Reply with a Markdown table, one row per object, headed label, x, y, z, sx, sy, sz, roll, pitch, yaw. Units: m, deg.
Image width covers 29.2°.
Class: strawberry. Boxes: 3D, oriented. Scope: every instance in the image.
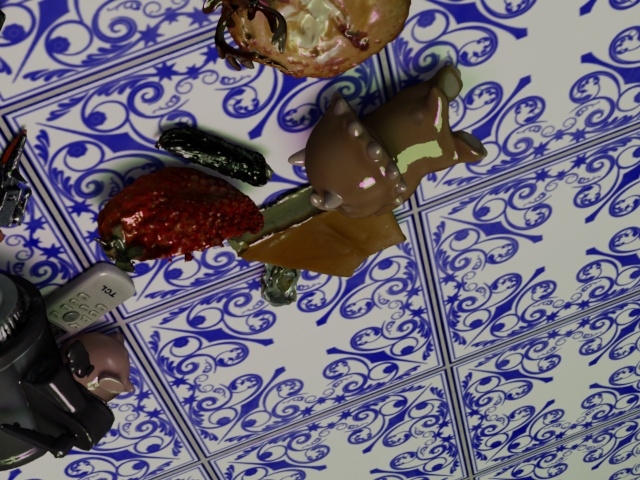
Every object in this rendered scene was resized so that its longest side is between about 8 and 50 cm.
| label | x | y | z | sx | sy | sz | roll | pitch | yaw |
| --- | --- | --- | --- | --- | --- | --- | --- | --- | --- |
| strawberry | -0.201 | -0.045 | 1.692 | 0.236 | 0.175 | 0.107 | -30 | 123 | -50 |

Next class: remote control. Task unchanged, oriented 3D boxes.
| label | x | y | z | sx | sy | sz | roll | pitch | yaw |
| --- | --- | --- | --- | --- | --- | --- | --- | --- | --- |
| remote control | -0.371 | 0.101 | 1.855 | 0.190 | 0.029 | 0.087 | -33 | 142 | 12 |

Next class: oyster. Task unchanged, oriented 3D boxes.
| label | x | y | z | sx | sy | sz | roll | pitch | yaw |
| --- | --- | --- | --- | --- | --- | --- | --- | --- | --- |
| oyster | -0.064 | 0.059 | 1.965 | 0.098 | 0.037 | 0.100 | -10 | 123 | -46 |

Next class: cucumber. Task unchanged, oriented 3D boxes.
| label | x | y | z | sx | sy | sz | roll | pitch | yaw |
| --- | --- | --- | --- | --- | --- | --- | --- | --- | --- |
| cucumber | -0.145 | -0.117 | 1.689 | 0.181 | 0.053 | 0.053 | 17 | 128 | -38 |

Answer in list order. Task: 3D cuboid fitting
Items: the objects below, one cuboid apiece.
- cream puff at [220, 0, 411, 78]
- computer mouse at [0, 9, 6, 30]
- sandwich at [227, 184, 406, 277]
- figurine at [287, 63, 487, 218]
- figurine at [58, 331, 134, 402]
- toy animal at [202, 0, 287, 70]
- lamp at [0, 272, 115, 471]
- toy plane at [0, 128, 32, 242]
| label | x | y | z | sx | sy | sz | roll | pitch | yaw |
| --- | --- | --- | --- | --- | --- | --- | --- | --- | --- |
| cream puff | -0.003 | -0.306 | 1.443 | 0.240 | 0.164 | 0.240 | -2 | 141 | -1 |
| computer mouse | -0.429 | -0.185 | 1.417 | 0.071 | 0.126 | 0.231 | 21 | 127 | -20 |
| sandwich | 0.000 | 0.000 | 1.893 | 0.245 | 0.063 | 0.212 | -24 | 144 | 4 |
| figurine | 0.082 | -0.133 | 1.680 | 0.247 | 0.177 | 0.173 | -22 | 163 | 18 |
| figurine | -0.354 | 0.202 | 1.905 | 0.125 | 0.138 | 0.125 | -5 | 115 | -11 |
| toy animal | -0.145 | -0.322 | 1.317 | 0.087 | 0.243 | 0.260 | -45 | 143 | -32 |
| lamp | -0.476 | 0.176 | 1.735 | 0.374 | 0.205 | 0.272 | -3 | 123 | 39 |
| toy plane | -0.416 | -0.063 | 1.607 | 0.130 | 0.061 | 0.189 | -11 | 145 | -54 |
